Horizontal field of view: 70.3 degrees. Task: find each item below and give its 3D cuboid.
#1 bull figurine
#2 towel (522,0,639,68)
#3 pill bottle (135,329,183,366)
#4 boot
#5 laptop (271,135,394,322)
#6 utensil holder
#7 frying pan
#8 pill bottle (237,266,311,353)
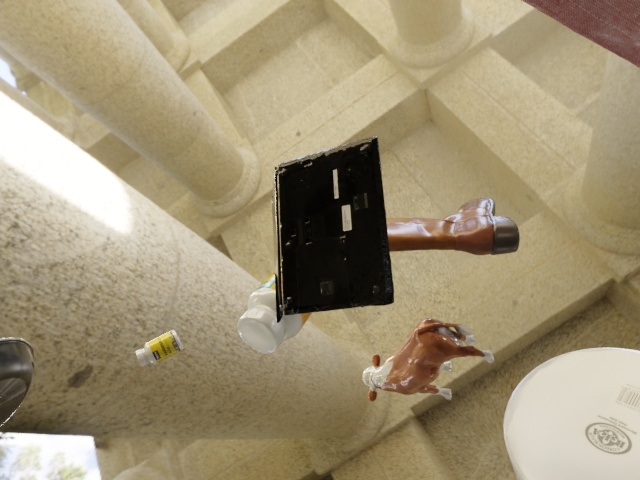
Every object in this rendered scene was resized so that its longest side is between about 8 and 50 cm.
[{"bbox_3d":[0.217,0.267,0.972,0.188,0.310,0.101,9,-129,-12],"label":"bull figurine"},{"bbox_3d":[0.289,-0.271,0.277,0.329,0.237,0.037,-47,-144,48],"label":"towel"},{"bbox_3d":[-0.452,0.305,1.276,0.116,0.065,0.065,-26,-124,-19],"label":"pill bottle"},{"bbox_3d":[0.234,-0.025,0.967,0.281,0.096,0.264,-2,-156,2],"label":"boot"},{"bbox_3d":[0.000,0.000,0.708,0.264,0.136,0.234,-11,-105,27],"label":"laptop"},{"bbox_3d":[0.499,0.417,0.733,0.328,0.385,0.327,-24,-154,13],"label":"utensil holder"},{"bbox_3d":[-0.468,0.224,0.506,0.053,0.326,0.197,37,-64,10],"label":"frying pan"},{"bbox_3d":[-0.070,0.120,0.898,0.118,0.117,0.208,9,-145,26],"label":"pill bottle"}]
